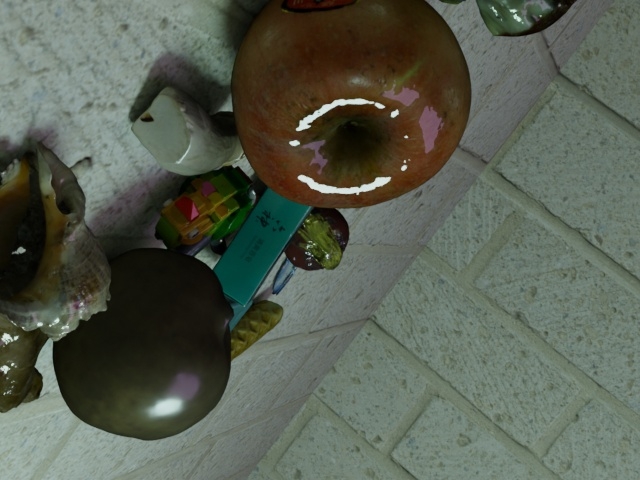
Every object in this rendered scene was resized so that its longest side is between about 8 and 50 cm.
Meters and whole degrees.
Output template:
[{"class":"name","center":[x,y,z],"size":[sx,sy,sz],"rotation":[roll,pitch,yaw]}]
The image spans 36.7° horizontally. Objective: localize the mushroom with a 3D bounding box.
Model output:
[{"class":"mushroom","center":[-0.178,-0.143,1.341],"size":[0.096,0.108,0.247],"rotation":[-12,174,19]}]

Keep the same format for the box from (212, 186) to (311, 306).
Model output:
[{"class":"box","center":[-0.103,-0.007,1.800],"size":[0.245,0.092,0.153],"rotation":[-57,-179,7]}]

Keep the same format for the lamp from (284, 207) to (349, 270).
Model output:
[{"class":"lamp","center":[-0.002,0.004,2.112],"size":[0.157,0.135,0.156],"rotation":[-13,137,-44]}]

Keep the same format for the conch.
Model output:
[{"class":"conch","center":[-0.337,0.007,1.130],"size":[0.178,0.163,0.245],"rotation":[-56,150,-70]}]

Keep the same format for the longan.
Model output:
[{"class":"longan","center":[-0.263,0.153,1.467],"size":[0.297,0.297,0.297],"rotation":[-46,165,-16]}]

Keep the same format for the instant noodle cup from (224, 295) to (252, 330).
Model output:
[{"class":"instant noodle cup","center":[-0.216,0.151,1.996],"size":[0.157,0.070,0.179],"rotation":[-53,166,16]}]

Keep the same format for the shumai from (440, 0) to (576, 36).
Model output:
[{"class":"shumai","center":[0.332,-0.495,1.667],"size":[0.309,0.263,0.304],"rotation":[-38,163,-40]}]

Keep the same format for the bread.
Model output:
[{"class":"bread","center":[-0.214,0.238,2.192],"size":[0.367,0.084,0.077],"rotation":[-34,118,-43]}]

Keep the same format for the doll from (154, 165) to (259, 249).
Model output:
[{"class":"doll","center":[-0.183,-0.049,1.528],"size":[0.134,0.106,0.186],"rotation":[-45,171,38]}]

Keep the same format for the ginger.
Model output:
[{"class":"ginger","center":[-0.425,0.137,1.330],"size":[0.166,0.080,0.333],"rotation":[-57,168,-47]}]

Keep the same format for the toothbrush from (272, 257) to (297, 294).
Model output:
[{"class":"toothbrush","center":[-0.018,-0.026,2.211],"size":[0.413,0.035,0.042],"rotation":[-58,175,28]}]

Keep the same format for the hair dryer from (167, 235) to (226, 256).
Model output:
[{"class":"hair dryer","center":[-0.202,0.007,1.738],"size":[0.173,0.050,0.195],"rotation":[-42,166,-26]}]

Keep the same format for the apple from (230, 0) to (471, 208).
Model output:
[{"class":"apple","center":[0.040,-0.222,1.353],"size":[0.305,0.338,0.338],"rotation":[-92,-158,-46]}]
